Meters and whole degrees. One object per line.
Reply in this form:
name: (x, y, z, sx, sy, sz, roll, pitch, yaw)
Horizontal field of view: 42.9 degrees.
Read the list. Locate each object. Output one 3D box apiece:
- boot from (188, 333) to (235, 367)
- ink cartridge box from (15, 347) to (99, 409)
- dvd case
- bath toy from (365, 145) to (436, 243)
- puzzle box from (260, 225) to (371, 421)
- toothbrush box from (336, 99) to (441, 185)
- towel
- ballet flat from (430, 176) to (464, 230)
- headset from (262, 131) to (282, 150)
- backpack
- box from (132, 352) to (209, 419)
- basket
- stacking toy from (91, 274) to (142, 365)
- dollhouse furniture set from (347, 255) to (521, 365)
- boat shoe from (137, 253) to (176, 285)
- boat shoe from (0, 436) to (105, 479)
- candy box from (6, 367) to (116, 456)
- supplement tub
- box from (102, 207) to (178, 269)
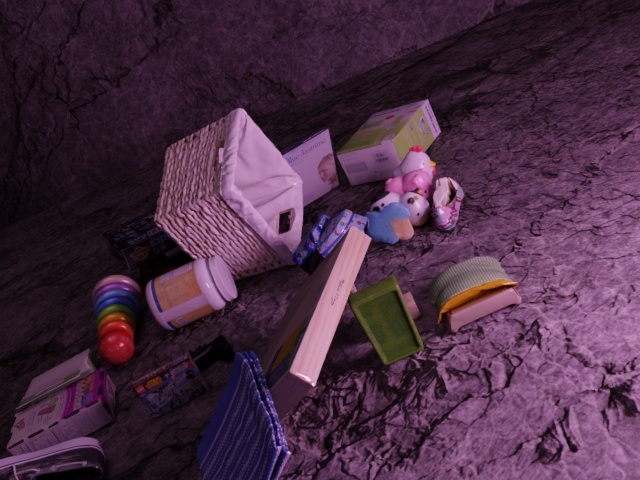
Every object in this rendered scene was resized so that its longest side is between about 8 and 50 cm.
boot: (-0.251, 0.259, 1.847, 0.099, 0.045, 0.121, -30, 15, -13)
ink cartridge box: (-0.644, 0.357, 2.014, 0.171, 0.056, 0.235, -28, 14, -5)
dvd case: (-0.032, -0.209, 2.404, 0.180, 0.253, 0.022, -32, 53, -14)
bath toy: (0.222, -0.128, 2.069, 0.152, 0.129, 0.348, 16, 36, 11)
puzzle box: (-0.037, 0.182, 1.543, 0.272, 0.052, 0.408, -51, 9, 41)
toothbrush box: (0.209, -0.298, 2.471, 0.206, 0.122, 0.283, -9, 27, 38)
towel: (-0.142, 0.350, 1.341, 0.243, 0.040, 0.336, -65, 20, 12)
ballet flat: (0.305, -0.106, 1.988, 0.077, 0.079, 0.221, -16, 24, 22)
headset: (-0.210, -0.187, 2.564, 0.185, 0.243, 0.394, -28, -2, -23)
backpack: (0.033, -0.003, 1.940, 0.173, 0.117, 0.158, -49, 6, 36)
box: (-0.319, 0.311, 1.739, 0.137, 0.093, 0.027, -27, 22, -3)
basket: (-0.238, -0.108, 2.176, 0.267, 0.331, 0.328, -21, 44, 21)
stacking toy: (-0.537, 0.222, 2.167, 0.141, 0.141, 0.330, -28, 29, -2)
dollhouse furniture set: (0.210, 0.081, 1.578, 0.302, 0.151, 0.197, -25, 22, 5)
boat shoe: (-0.486, 0.091, 2.405, 0.111, 0.104, 0.307, -34, 23, -18)
boat shoe: (-0.575, 0.492, 1.609, 0.307, 0.113, 0.105, -14, 26, -11)
candy box: (-0.587, 0.404, 1.864, 0.234, 0.071, 0.159, -27, 22, -2)
supplement tub: (-0.330, 0.132, 2.086, 0.200, 0.144, 0.144, -24, 22, 6)
box: (-0.488, -0.030, 2.460, 0.296, 0.073, 0.293, -28, 22, -19)
